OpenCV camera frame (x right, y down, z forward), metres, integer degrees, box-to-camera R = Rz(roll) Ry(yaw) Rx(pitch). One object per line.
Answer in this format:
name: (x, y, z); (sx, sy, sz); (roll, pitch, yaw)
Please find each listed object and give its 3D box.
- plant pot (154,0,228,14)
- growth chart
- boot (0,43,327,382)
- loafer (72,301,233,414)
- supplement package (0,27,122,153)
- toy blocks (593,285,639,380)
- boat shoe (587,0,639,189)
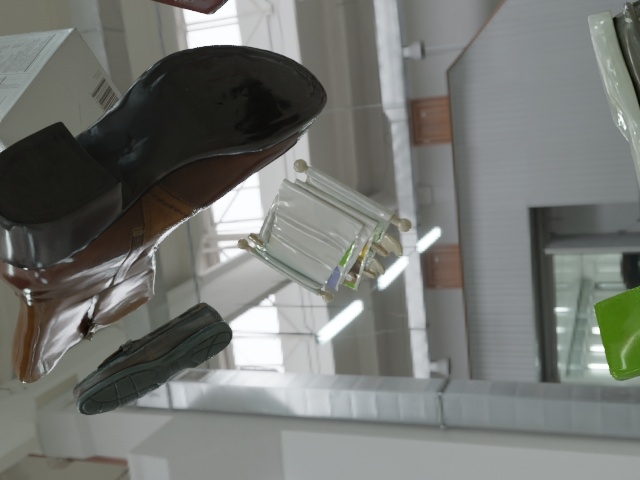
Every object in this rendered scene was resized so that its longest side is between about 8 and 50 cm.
plant pot: (-0.197, -0.472, 1.005); (0.236, 0.267, 0.267); (125, 143, -45)
growth chart: (0.000, 0.000, 0.904); (0.021, 0.172, 0.237); (-58, 4, -36)
boot: (-0.128, -0.005, 0.589); (0.264, 0.096, 0.280); (-40, -13, -31)
loafer: (-0.274, 0.186, 1.187); (0.267, 0.084, 0.096); (-25, -33, -25)
supplement package: (-0.424, -0.142, 1.010); (0.199, 0.262, 0.198); (63, -141, -45)
toy blocks: (0.391, 0.039, 0.386); (0.260, 0.381, 0.191); (21, -128, -36)
boat shoe: (0.305, -0.061, 0.606); (0.109, 0.091, 0.305); (13, -118, -66)
